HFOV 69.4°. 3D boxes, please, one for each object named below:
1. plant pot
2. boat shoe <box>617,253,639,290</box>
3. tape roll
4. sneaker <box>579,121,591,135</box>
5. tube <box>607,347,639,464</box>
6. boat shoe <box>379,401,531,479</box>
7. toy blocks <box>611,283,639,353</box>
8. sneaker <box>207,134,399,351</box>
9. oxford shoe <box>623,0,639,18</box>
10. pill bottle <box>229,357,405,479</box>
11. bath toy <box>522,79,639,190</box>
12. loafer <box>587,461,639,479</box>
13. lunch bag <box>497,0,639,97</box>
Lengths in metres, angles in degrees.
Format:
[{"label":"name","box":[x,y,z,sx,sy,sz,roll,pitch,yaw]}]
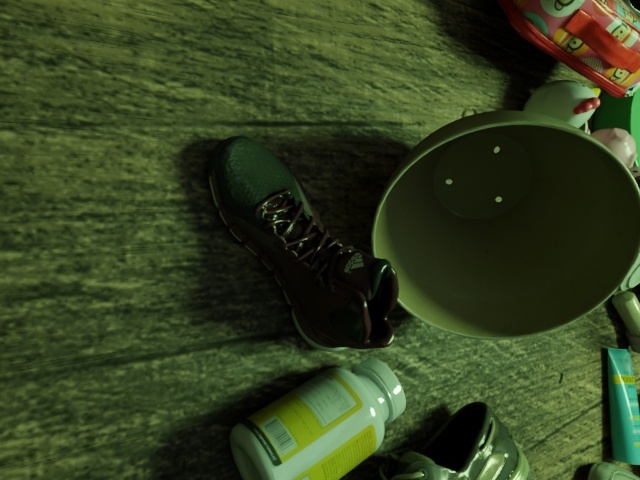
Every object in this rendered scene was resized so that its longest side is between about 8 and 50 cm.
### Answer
[{"label":"plant pot","box":[0.214,-0.044,0.590,0.284,0.284,0.191,47,30,-19]},{"label":"boat shoe","box":[0.675,0.005,0.884,0.267,0.088,0.096,-44,131,1]},{"label":"tape roll","box":[0.708,-0.192,0.989,0.321,0.077,0.321,4,83,-31]},{"label":"sneaker","box":[0.510,-0.196,0.888,0.067,0.042,0.118,-18,102,-27]},{"label":"tube","box":[0.579,0.312,0.882,0.080,0.052,0.207,14,73,-36]},{"label":"boat shoe","box":[0.119,0.322,0.566,0.355,0.132,0.130,-23,88,-39]},{"label":"toy blocks","box":[0.802,0.131,0.895,0.309,0.289,0.260,-40,100,-31]},{"label":"sneaker","box":[0.000,0.000,0.488,0.106,0.162,0.281,-40,106,-28]},{"label":"oxford shoe","box":[0.569,-0.538,0.924,0.271,0.098,0.097,41,66,-22]},{"label":"pill bottle","box":[0.003,0.205,0.506,0.184,0.103,0.103,-22,97,-31]},{"label":"bath toy","box":[0.490,-0.129,0.804,0.151,0.129,0.348,-39,105,-8]},{"label":"loafer","box":[0.599,0.495,0.831,0.319,0.111,0.112,35,68,-21]},{"label":"lunch bag","box":[0.422,-0.359,0.749,0.293,0.120,0.258,16,46,-26]}]
